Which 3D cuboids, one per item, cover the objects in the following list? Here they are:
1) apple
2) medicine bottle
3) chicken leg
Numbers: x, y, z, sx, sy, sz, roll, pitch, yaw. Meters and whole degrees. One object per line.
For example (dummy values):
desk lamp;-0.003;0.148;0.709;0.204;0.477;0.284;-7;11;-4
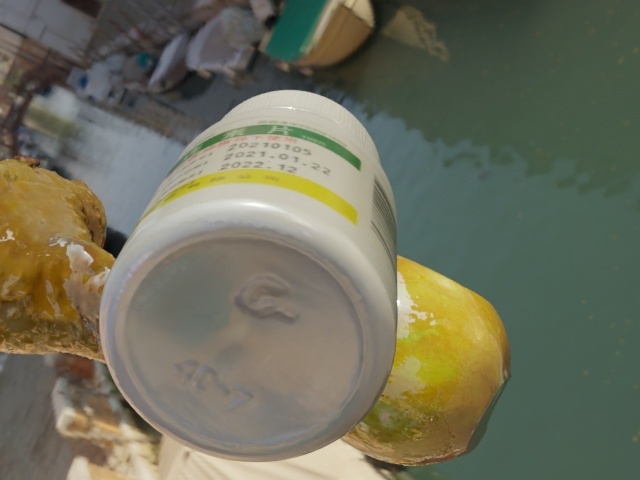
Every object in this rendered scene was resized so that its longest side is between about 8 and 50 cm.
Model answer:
apple;0.160;0.205;1.734;0.374;0.374;0.384;-54;-10;29
medicine bottle;-0.040;0.003;0.825;0.208;0.208;0.339;-57;10;22
chicken leg;-0.260;0.020;0.997;0.295;0.410;0.182;-55;-14;-69
